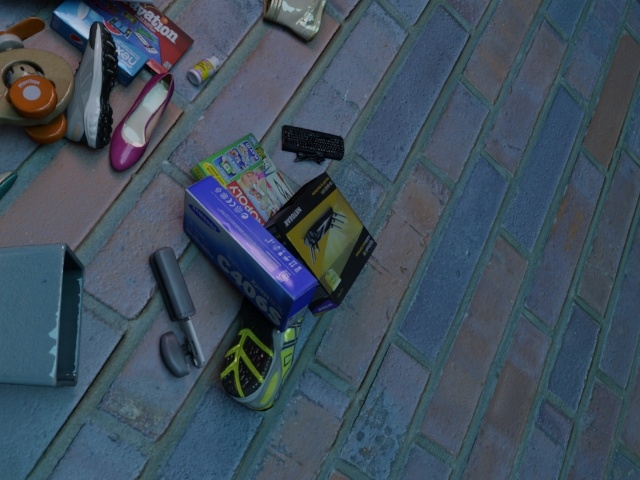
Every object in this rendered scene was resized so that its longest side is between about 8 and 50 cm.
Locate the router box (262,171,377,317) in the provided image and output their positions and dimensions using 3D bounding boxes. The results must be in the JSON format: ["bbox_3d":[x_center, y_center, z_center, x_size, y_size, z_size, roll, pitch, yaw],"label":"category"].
[{"bbox_3d":[0.000,0.000,1.492,0.243,0.081,0.309,54,34,-11],"label":"router box"}]

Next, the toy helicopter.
[{"bbox_3d":[-0.680,-0.334,1.226,0.355,0.140,0.234,1,72,-11],"label":"toy helicopter"}]

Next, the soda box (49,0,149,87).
[{"bbox_3d":[-0.504,-0.454,1.403,0.210,0.067,0.071,39,62,-18],"label":"soda box"}]

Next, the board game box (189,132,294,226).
[{"bbox_3d":[-0.149,-0.089,1.502,0.317,0.046,0.213,55,41,-8],"label":"board game box"}]

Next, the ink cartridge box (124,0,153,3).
[{"bbox_3d":[-0.546,-0.677,1.265,0.395,0.285,0.166,-3,46,-25],"label":"ink cartridge box"}]

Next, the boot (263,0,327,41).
[{"bbox_3d":[-0.069,-0.677,1.706,0.165,0.077,0.213,18,73,-24],"label":"boot"}]

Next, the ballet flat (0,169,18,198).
[{"bbox_3d":[-0.676,-0.085,1.224,0.052,0.057,0.168,32,64,-10],"label":"ballet flat"}]

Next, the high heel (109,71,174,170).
[{"bbox_3d":[-0.400,-0.271,1.390,0.082,0.117,0.244,34,64,-19],"label":"high heel"}]

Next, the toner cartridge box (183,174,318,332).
[{"bbox_3d":[-0.164,0.030,1.352,0.348,0.165,0.075,44,57,16],"label":"toner cartridge box"}]

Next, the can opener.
[{"bbox_3d":[-0.330,0.159,1.355,0.095,0.076,0.283,-20,88,-33],"label":"can opener"}]

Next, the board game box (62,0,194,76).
[{"bbox_3d":[-0.456,-0.528,1.473,0.281,0.027,0.145,39,61,-17],"label":"board game box"}]

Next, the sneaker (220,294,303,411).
[{"bbox_3d":[-0.116,0.218,1.451,0.147,0.145,0.384,69,37,-46],"label":"sneaker"}]

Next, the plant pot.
[{"bbox_3d":[-0.587,0.144,1.123,0.253,0.247,0.247,2,77,-12],"label":"plant pot"}]

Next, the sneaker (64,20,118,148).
[{"bbox_3d":[-0.504,-0.339,1.326,0.108,0.100,0.271,9,92,1],"label":"sneaker"}]

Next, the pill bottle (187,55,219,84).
[{"bbox_3d":[-0.291,-0.427,1.534,0.043,0.043,0.083,48,59,-12],"label":"pill bottle"}]

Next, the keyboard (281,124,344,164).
[{"bbox_3d":[-0.012,-0.257,1.661,0.192,0.038,0.100,5,76,-28],"label":"keyboard"}]
